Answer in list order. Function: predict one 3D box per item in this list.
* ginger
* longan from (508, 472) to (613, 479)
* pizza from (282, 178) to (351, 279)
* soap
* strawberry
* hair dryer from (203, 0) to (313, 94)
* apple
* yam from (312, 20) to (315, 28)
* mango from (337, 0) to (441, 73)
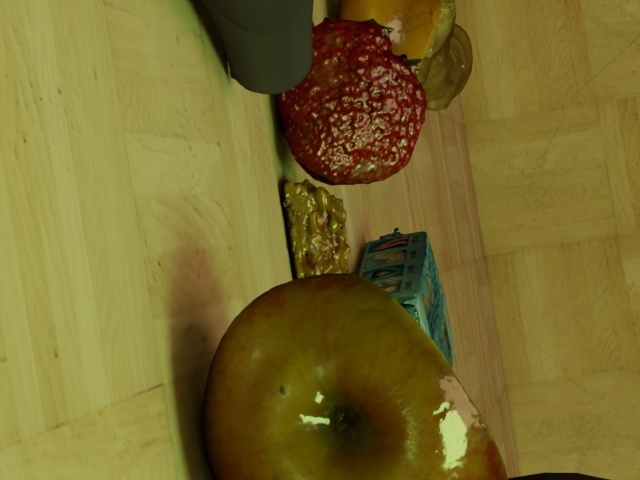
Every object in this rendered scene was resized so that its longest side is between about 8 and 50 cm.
[{"bbox_3d":[0.127,-0.271,2.384,0.348,0.122,0.363,-85,169,-49],"label":"ginger"},{"bbox_3d":[0.156,0.341,1.207,0.404,0.336,0.405,-13,90,-83],"label":"longan"},{"bbox_3d":[0.000,0.000,1.510,0.178,0.041,0.131,-82,159,-61],"label":"pizza"},{"bbox_3d":[0.081,0.091,1.798,0.293,0.077,0.156,-66,145,-75],"label":"soap"},{"bbox_3d":[0.022,-0.106,1.528,0.131,0.131,0.148,61,46,-64],"label":"strawberry"},{"bbox_3d":[-0.066,-0.306,1.272,0.301,0.121,0.361,82,-2,-63],"label":"hair dryer"},{"bbox_3d":[0.016,0.116,1.101,0.195,0.160,0.173,56,7,7],"label":"apple"},{"bbox_3d":[-0.028,-0.209,1.585,0.129,0.027,0.033,67,15,-53],"label":"yam"},{"bbox_3d":[0.065,-0.221,1.956,0.217,0.102,0.141,-46,150,-75],"label":"mango"}]
